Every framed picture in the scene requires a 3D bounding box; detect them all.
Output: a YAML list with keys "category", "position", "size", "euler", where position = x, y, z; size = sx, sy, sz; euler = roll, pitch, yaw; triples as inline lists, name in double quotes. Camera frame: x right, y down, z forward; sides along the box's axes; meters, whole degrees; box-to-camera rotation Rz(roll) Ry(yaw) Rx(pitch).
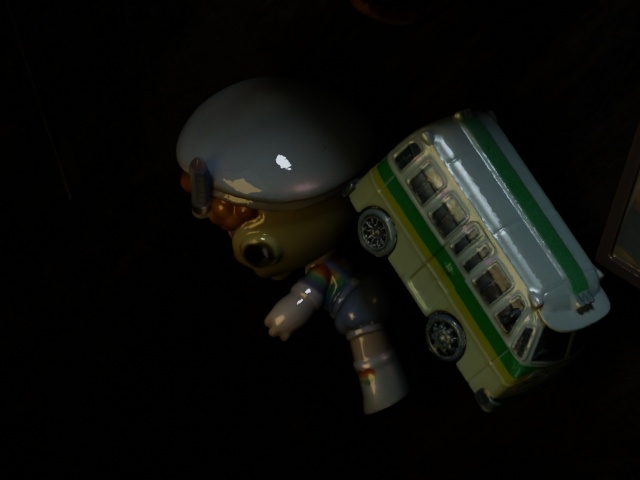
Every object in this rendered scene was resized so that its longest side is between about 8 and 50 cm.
- category: "framed picture"
  position: [0.334, -0.022, 1.720]
  size: [0.128, 0.023, 0.168]
  euler: [35, 127, 32]

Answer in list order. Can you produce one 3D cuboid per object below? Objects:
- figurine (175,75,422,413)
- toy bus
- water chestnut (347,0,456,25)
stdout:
- category: "figurine"
  position: [0.011, -0.009, 1.982]
  size: [0.205, 0.224, 0.382]
  euler: [-25, 112, 27]
- category: "toy bus"
  position: [0.164, 0.013, 1.823]
  size: [0.276, 0.133, 0.165]
  euler: [56, 136, 14]
- category: "water chestnut"
  position: [0.060, -0.362, 1.646]
  size: [0.335, 0.347, 0.335]
  euler: [25, 122, 49]
